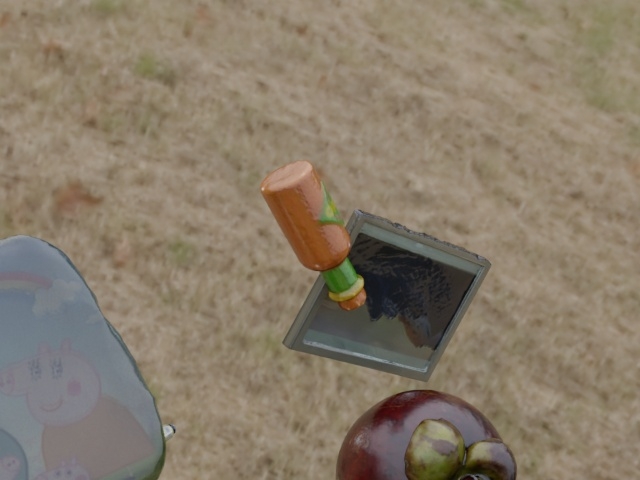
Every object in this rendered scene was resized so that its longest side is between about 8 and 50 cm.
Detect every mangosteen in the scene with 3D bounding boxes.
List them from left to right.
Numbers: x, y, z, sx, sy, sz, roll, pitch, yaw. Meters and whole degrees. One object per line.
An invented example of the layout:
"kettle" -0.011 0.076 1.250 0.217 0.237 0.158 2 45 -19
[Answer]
"mangosteen" 0.132 0.279 1.291 0.215 0.215 0.257 17 -15 -8

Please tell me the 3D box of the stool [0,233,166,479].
"stool" -0.362 0.196 1.134 0.310 0.226 0.310 -24 79 -32

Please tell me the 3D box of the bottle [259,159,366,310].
"bottle" 0.000 0.000 1.247 0.069 0.187 0.069 -22 27 12

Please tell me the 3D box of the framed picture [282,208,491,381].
"framed picture" 0.092 0.077 1.386 0.265 0.192 0.018 18 13 -42

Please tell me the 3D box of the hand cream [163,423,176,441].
"hand cream" -0.240 0.285 1.548 0.102 0.022 0.035 -25 95 -60
